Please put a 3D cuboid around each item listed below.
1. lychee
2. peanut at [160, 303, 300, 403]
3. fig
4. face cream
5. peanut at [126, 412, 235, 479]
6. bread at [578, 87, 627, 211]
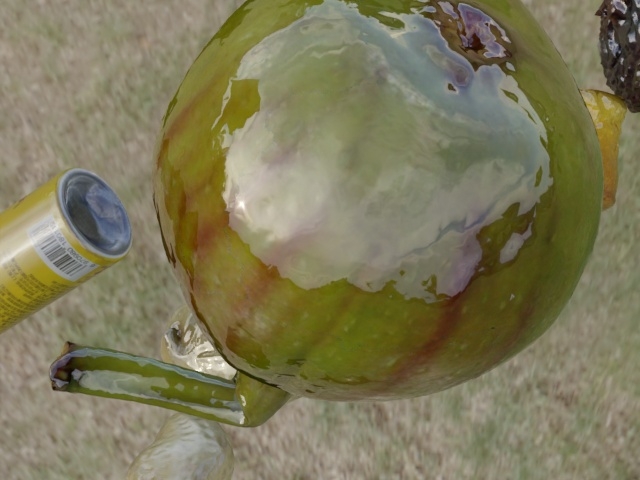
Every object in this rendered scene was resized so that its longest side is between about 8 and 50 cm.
[{"bbox_3d":[0.378,-0.214,1.604,0.188,0.188,0.188,-1,65,3],"label":"lychee"},{"bbox_3d":[-0.030,0.114,1.742,0.291,0.143,0.159,-12,32,-19],"label":"peanut"},{"bbox_3d":[0.007,0.004,0.496,0.148,0.186,0.142,-4,34,-27],"label":"fig"},{"bbox_3d":[-0.348,0.051,1.560,0.349,0.105,0.105,-30,62,27],"label":"face cream"},{"bbox_3d":[-0.158,0.266,1.609,0.104,0.085,0.228,16,37,8],"label":"peanut"},{"bbox_3d":[0.166,-0.093,1.466,0.270,0.195,0.142,18,94,52],"label":"bread"}]
